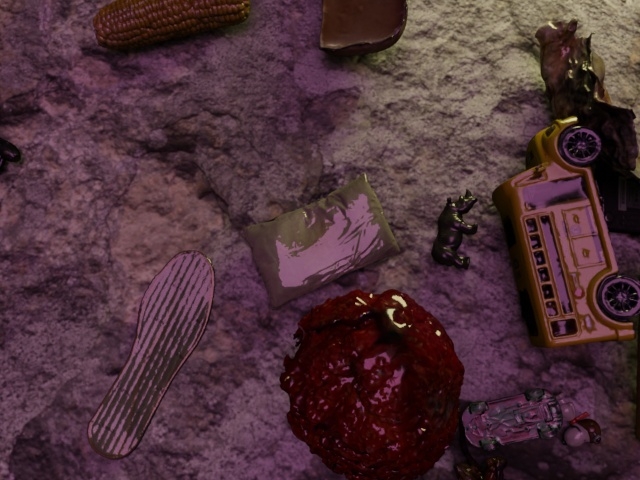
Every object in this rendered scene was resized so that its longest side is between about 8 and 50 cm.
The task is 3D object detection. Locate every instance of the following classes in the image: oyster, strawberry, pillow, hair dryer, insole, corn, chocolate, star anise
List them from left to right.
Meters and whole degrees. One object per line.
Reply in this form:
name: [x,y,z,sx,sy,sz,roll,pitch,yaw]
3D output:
hair dryer: [-0.571,-0.141,0.932,0.079,0.031,0.083,34,88,20]
insole: [-0.265,0.176,0.851,0.119,0.009,0.348,24,79,7]
corn: [-0.262,-0.404,0.946,0.292,0.101,0.101,-16,77,2]
pillow: [0.000,0.000,0.862,0.230,0.050,0.148,-25,73,-1]
chocolate: [0.085,-0.435,0.944,0.161,0.083,0.261,0,76,20]
strawberry: [0.074,0.192,0.727,0.274,0.220,0.274,0,73,0]
star anise: [0.225,0.334,0.759,0.097,0.070,0.190,-12,96,28]
oyster: [0.432,-0.202,0.835,0.100,0.271,0.275,-28,113,17]

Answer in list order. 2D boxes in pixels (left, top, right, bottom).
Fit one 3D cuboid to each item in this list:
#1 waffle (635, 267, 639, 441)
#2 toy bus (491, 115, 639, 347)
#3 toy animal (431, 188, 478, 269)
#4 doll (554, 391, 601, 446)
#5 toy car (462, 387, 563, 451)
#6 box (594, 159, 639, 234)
waffle: [0.619,0.142,0.741,0.349,0.077,0.304,-3,96,1]
toy bus: [0.356,-0.009,0.800,0.151,0.145,0.331,-12,78,9]
toy animal: [0.221,-0.022,0.859,0.065,0.047,0.135,14,83,14]
doll: [0.379,0.266,0.791,0.058,0.040,0.085,-17,77,9]
toy car: [0.281,0.262,0.785,0.142,0.055,0.069,-20,79,18]
box: [0.516,-0.072,0.869,0.125,0.027,0.126,6,77,3]
